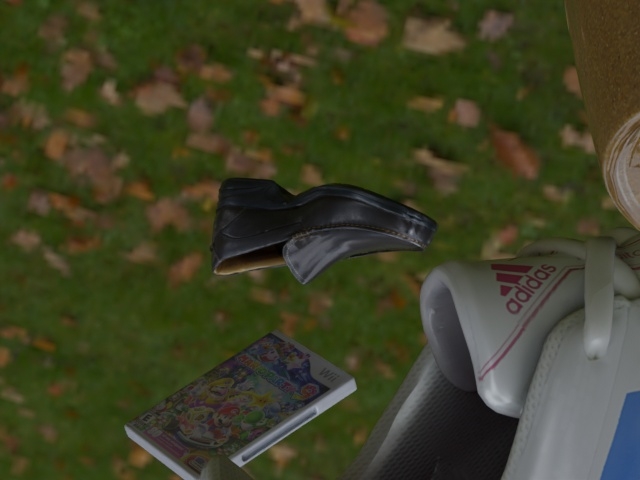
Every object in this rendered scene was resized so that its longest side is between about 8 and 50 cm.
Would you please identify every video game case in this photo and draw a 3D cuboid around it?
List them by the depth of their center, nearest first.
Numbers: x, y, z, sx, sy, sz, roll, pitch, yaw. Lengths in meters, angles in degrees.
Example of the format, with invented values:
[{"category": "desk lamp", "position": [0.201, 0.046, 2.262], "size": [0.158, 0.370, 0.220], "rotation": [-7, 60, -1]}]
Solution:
[{"category": "video game case", "position": [-0.050, 0.103, 1.158], "size": [0.087, 0.122, 0.011], "rotation": [28, 141, 48]}]

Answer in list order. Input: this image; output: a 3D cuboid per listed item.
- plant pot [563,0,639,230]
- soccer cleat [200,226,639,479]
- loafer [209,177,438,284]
[{"category": "plant pot", "position": [0.190, -0.123, 0.751], "size": [0.237, 0.254, 0.237], "rotation": [12, 147, 8]}, {"category": "soccer cleat", "position": [0.115, 0.041, 0.562], "size": [0.143, 0.331, 0.116], "rotation": [62, 163, -17]}, {"category": "loafer", "position": [0.000, 0.000, 1.169], "size": [0.170, 0.061, 0.062], "rotation": [3, 161, 43]}]
